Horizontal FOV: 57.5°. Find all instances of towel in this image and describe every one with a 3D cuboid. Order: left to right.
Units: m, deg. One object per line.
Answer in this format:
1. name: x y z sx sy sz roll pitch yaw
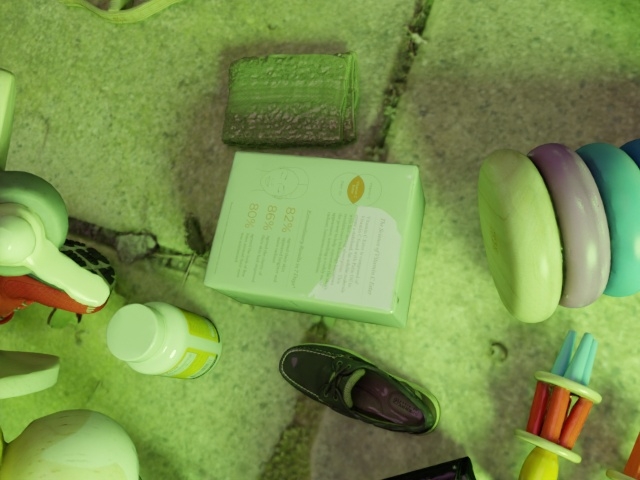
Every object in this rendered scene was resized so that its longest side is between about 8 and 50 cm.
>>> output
1. towel: -0.032 -0.148 0.621 0.148 0.027 0.110 1 75 13

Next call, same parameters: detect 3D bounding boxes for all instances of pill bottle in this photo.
1. pill bottle: -0.140 0.090 0.528 0.065 0.116 0.065 -4 72 13

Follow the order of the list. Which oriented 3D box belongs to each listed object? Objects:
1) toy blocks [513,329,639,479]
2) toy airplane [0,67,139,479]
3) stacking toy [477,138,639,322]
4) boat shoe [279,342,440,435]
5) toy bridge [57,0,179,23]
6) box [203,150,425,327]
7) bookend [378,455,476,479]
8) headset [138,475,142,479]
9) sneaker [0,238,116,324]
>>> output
1. toy blocks: 0.218 0.155 0.451 0.123 0.054 0.148 20 79 20
2. toy airplane: -0.254 0.138 0.394 0.272 0.386 0.384 11 48 -3
3. stacking toy: 0.300 -0.031 0.449 0.330 0.141 0.141 -11 71 7
4. boat shoe: 0.030 0.126 0.510 0.152 0.049 0.056 15 78 18
5. toy bridge: -0.246 -0.302 0.722 0.188 0.026 0.063 3 76 16
6. box: 0.000 0.000 0.533 0.170 0.091 0.130 8 75 17
7. bookend: 0.044 0.218 0.422 0.157 0.156 0.072 -19 70 9
8. headset: -0.069 0.358 0.393 0.243 0.185 0.394 -29 52 4
9. sneaker: -0.337 0.049 0.618 0.279 0.107 0.118 10 95 20
